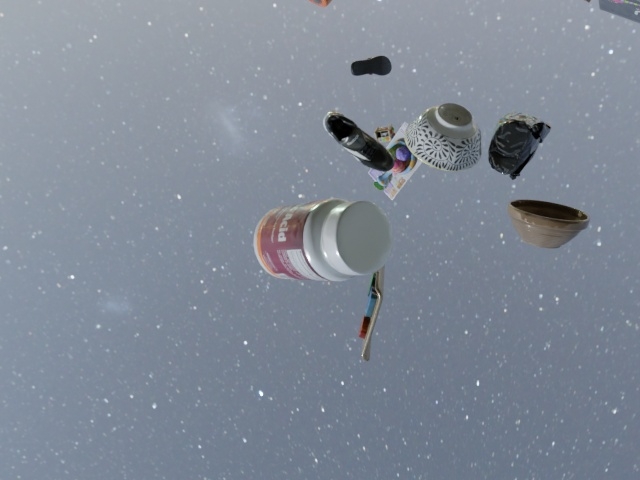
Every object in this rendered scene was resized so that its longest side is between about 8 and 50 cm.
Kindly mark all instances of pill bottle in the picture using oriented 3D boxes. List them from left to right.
[{"bbox_3d":[0.000,0.000,1.563,0.224,0.224,0.392,-48,-156,-27],"label":"pill bottle"}]

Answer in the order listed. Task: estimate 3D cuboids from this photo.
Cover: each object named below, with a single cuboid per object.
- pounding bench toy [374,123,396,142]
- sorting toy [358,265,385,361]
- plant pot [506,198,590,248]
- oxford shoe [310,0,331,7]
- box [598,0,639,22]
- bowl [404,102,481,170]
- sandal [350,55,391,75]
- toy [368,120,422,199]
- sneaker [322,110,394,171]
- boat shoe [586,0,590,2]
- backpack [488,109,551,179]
[{"bbox_3d":[0.242,-0.393,2.057,0.065,0.052,0.083,-6,-148,26],"label":"pounding bench toy"},{"bbox_3d":[0.144,0.160,1.584,0.041,0.229,0.307,10,-154,3],"label":"sorting toy"},{"bbox_3d":[0.684,-0.045,1.723,0.238,0.109,0.237,5,-161,-2],"label":"plant pot"},{"bbox_3d":[-0.044,-0.533,0.990,0.133,0.130,0.363,-45,-125,7],"label":"oxford shoe"},{"bbox_3d":[0.610,-0.477,1.011,0.165,0.143,0.270,32,-156,20],"label":"box"},{"bbox_3d":[0.266,-0.231,1.169,0.170,0.080,0.170,6,-130,-7],"label":"bowl"},{"bbox_3d":[0.172,-0.604,1.955,0.179,0.067,0.040,-14,-158,-30],"label":"sandal"},{"bbox_3d":[0.244,-0.256,1.853,0.056,0.237,0.137,-19,-117,-42],"label":"toy"},{"bbox_3d":[0.099,-0.262,1.514,0.234,0.106,0.078,39,-78,-2],"label":"sneaker"},{"bbox_3d":[0.613,-0.682,1.406,0.207,0.073,0.073,37,-152,-4],"label":"boat shoe"},{"bbox_3d":[0.486,-0.253,1.387,0.115,0.151,0.182,34,-141,18],"label":"backpack"}]
